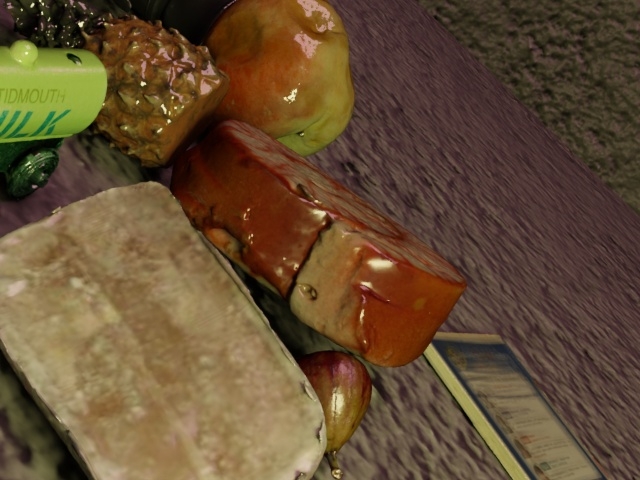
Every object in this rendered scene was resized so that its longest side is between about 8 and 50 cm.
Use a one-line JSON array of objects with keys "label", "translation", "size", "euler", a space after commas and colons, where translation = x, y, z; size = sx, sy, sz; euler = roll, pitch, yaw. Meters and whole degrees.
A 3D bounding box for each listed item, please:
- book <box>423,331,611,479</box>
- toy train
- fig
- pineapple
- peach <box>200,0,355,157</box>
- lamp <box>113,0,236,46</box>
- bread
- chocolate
[{"label": "book", "translation": [0.265, 0.243, 1.344], "size": [0.228, 0.018, 0.322], "euler": [10, 39, -53]}, {"label": "toy train", "translation": [-0.288, -0.110, 0.910], "size": [0.105, 0.157, 0.253], "euler": [47, 24, 12]}, {"label": "fig", "translation": [0.007, 0.168, 1.011], "size": [0.089, 0.089, 0.125], "euler": [24, 56, -36]}, {"label": "pineapple", "translation": [-0.240, -0.209, 1.176], "size": [0.279, 0.158, 0.158], "euler": [39, 23, 2]}, {"label": "peach", "translation": [-0.055, -0.223, 1.385], "size": [0.214, 0.214, 0.235], "euler": [19, 63, -43]}, {"label": "lamp", "translation": [-0.219, -0.344, 1.484], "size": [0.227, 0.147, 0.172], "euler": [38, 27, 11]}, {"label": "bread", "translation": [-0.001, -0.002, 1.154], "size": [0.328, 0.114, 0.295], "euler": [36, 10, 14]}, {"label": "chocolate", "translation": [-0.133, 0.099, 0.826], "size": [0.185, 0.100, 0.303], "euler": [-26, 65, -23]}]
